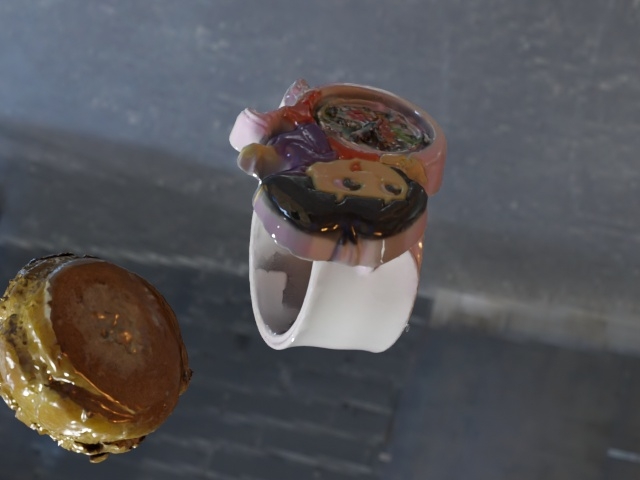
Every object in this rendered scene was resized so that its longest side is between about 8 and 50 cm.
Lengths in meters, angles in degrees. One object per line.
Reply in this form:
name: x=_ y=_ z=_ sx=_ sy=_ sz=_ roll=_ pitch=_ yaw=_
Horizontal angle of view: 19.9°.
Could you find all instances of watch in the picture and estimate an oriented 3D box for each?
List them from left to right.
watch: x=0.000 y=0.000 z=1.610 sx=0.196 sy=0.244 sz=0.231 roll=7 pitch=127 yaw=-19

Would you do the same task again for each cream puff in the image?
cream puff: x=-0.184 y=0.091 z=1.410 sx=0.150 sy=0.165 sz=0.115 roll=-4 pitch=160 yaw=-39
